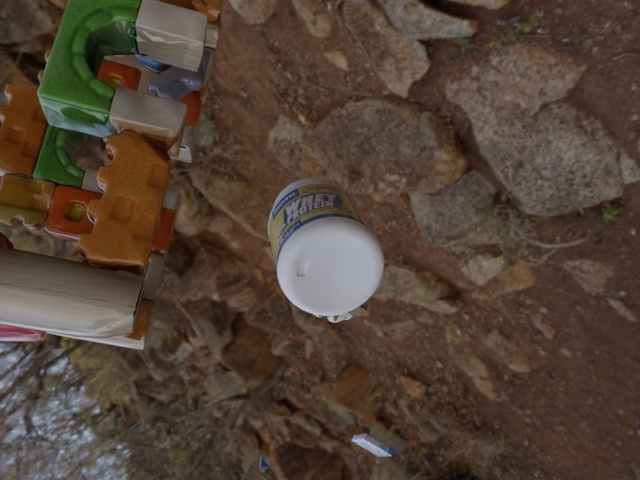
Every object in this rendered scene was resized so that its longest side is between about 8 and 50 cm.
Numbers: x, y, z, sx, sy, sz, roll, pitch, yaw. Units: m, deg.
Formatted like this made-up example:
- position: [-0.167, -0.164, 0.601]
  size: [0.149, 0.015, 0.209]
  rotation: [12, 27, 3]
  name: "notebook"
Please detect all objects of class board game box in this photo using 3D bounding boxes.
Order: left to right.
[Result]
- position: [0.140, 0.551, 1.575]
  size: [0.090, 0.020, 0.090]
  rotation: [31, 153, -6]
  name: "board game box"

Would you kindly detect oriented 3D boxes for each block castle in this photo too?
- position: [-0.229, -0.126, 0.561]
  size: [0.303, 0.213, 0.452]
  rotation: [140, 141, -72]
  name: "block castle"

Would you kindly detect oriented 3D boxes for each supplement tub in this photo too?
- position: [0.000, 0.000, 0.844]
  size: [0.144, 0.145, 0.199]
  rotation: [63, -178, -28]
  name: "supplement tub"

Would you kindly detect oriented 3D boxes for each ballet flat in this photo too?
- position: [0.018, 0.143, 1.293]
  size: [0.206, 0.067, 0.073]
  rotation: [26, 166, -30]
  name: "ballet flat"

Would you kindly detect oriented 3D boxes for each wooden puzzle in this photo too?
- position: [-0.145, 0.535, 1.264]
  size: [0.078, 0.116, 0.014]
  rotation: [48, 151, -8]
  name: "wooden puzzle"
